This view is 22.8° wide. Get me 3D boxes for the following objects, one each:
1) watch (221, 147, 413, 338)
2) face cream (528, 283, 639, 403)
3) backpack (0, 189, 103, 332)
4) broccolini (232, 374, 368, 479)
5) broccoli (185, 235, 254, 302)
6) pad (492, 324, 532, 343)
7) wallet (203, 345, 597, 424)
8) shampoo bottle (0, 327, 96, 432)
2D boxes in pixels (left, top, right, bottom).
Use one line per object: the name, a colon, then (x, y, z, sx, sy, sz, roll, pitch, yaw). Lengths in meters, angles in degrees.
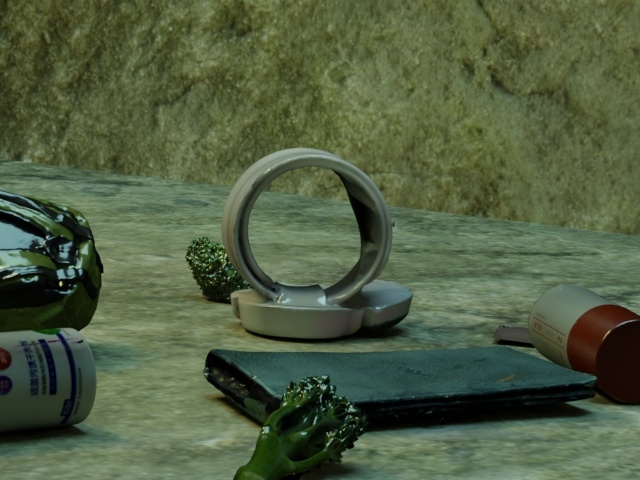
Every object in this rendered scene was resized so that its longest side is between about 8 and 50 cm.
watch: (0.000, 0.000, 2.001, 0.244, 0.231, 0.196, -1, 6, -11)
face cream: (0.314, 0.114, 1.792, 0.096, 0.096, 0.214, 2, 8, -12)
backpack: (-0.367, 0.027, 1.745, 0.253, 0.140, 0.207, 2, 49, -2)
broccolini: (-0.022, 0.186, 1.208, 0.074, 0.079, 0.392, -18, 10, 12)
broccoli: (-0.135, 0.038, 2.187, 0.097, 0.095, 0.092, 0, 17, 33)
pad: (0.317, 0.130, 2.028, 0.188, 0.006, 0.113, 7, 7, 11)
wallet: (0.082, 0.146, 1.623, 0.379, 0.046, 0.191, 1, 9, -29)
shampoo bottle: (-0.345, 0.127, 1.364, 0.303, 0.092, 0.092, -1, 9, -38)
